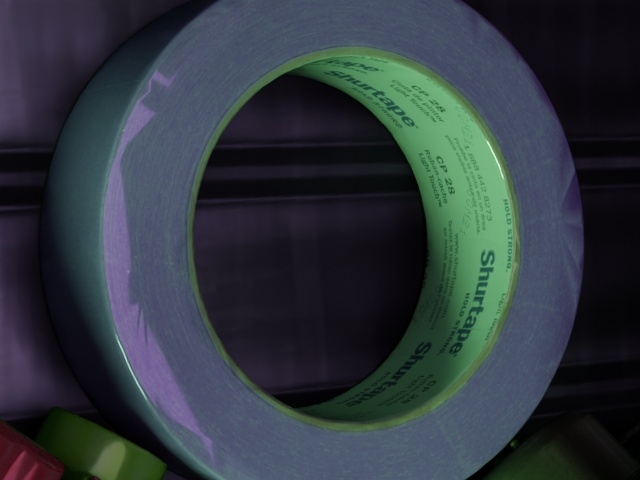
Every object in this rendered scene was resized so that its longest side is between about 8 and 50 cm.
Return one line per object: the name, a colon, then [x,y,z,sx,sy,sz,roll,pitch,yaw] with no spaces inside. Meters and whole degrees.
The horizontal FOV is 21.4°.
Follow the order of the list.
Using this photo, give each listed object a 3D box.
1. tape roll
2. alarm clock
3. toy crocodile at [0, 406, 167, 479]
tape roll: [0.000,0.000,0.870,0.275,0.090,0.274,0,90,-27]
alarm clock: [0.122,0.140,0.916,0.192,0.129,0.064,-28,69,-37]
toy crocodile: [-0.168,0.106,0.768,0.340,0.105,0.115,33,74,-23]
